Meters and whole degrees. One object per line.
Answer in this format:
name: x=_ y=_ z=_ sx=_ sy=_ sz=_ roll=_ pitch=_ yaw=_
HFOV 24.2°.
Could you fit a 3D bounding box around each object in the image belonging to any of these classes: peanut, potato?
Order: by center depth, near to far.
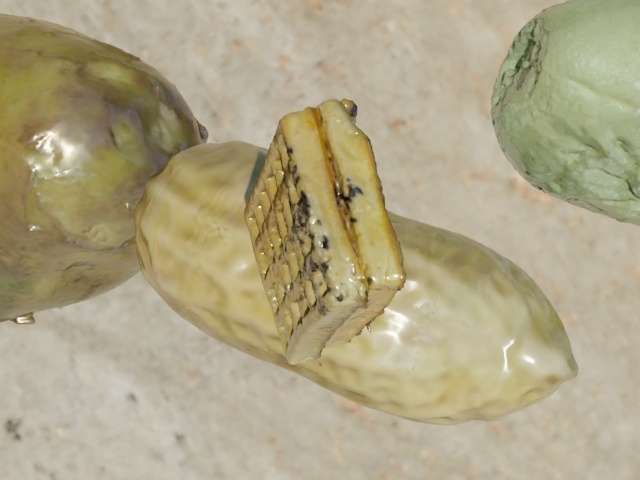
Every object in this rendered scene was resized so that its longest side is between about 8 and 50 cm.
peanut: x=0.021 y=0.036 z=1.028 sx=0.325 sy=0.153 sz=0.140 roll=23 pitch=80 yaw=4
potato: x=-0.209 y=-0.060 z=1.276 sx=0.289 sy=0.237 sz=0.300 roll=-55 pitch=142 yaw=-71

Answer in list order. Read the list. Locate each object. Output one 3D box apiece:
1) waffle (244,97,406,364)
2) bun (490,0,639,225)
waffle: x=-0.001 y=0.000 z=0.763 sx=0.042 sy=0.148 sz=0.102 roll=-12 pitch=76 yaw=-14
bun: x=0.214 y=-0.073 z=0.967 sx=0.221 sy=0.221 sz=0.108 roll=25 pitch=68 yaw=-39
